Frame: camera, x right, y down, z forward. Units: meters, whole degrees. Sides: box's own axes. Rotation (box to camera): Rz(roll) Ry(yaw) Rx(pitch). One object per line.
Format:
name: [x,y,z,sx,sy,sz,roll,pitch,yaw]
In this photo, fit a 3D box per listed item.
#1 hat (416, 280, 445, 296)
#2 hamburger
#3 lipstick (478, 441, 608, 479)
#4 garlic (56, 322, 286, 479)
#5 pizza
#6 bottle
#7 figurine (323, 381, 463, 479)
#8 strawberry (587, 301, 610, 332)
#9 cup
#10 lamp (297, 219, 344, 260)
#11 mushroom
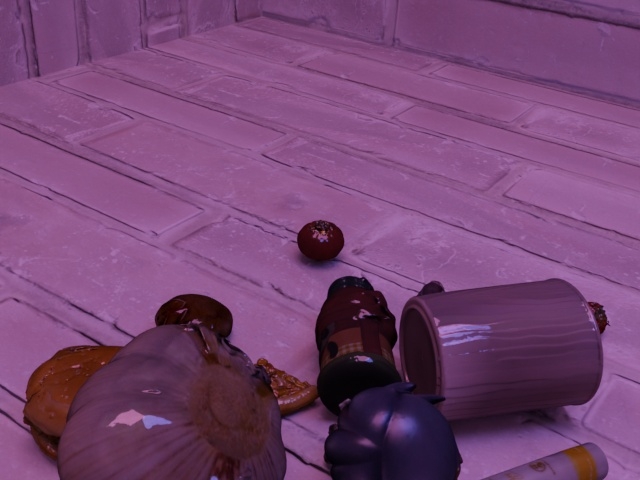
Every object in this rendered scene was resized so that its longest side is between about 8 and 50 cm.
hat: [0.215,0.122,1.497,0.058,0.042,0.087,7,63,20]
hamburger: [-0.335,0.243,1.151,0.213,0.108,0.214,3,25,-1]
lipstick: [0.289,0.348,1.085,0.263,0.059,0.059,-10,33,-24]
garlic: [-0.178,0.266,0.968,0.321,0.241,0.322,15,44,-14]
pizza: [-0.088,0.236,1.250,0.178,0.041,0.131,4,28,0]
bottle: [0.056,0.169,1.293,0.156,0.143,0.271,-32,29,17]
figurine: [0.082,0.276,1.007,0.196,0.175,0.265,-14,-6,6]
strawberry: [0.503,0.151,1.459,0.083,0.073,0.073,-19,9,44]
cup: [0.275,0.157,1.261,0.273,0.208,0.288,-5,39,-13]
lamp: [0.000,0.000,1.620,0.101,0.090,0.101,1,33,-1]
mushroom: [-0.234,0.144,1.354,0.135,0.080,0.170,13,26,34]
